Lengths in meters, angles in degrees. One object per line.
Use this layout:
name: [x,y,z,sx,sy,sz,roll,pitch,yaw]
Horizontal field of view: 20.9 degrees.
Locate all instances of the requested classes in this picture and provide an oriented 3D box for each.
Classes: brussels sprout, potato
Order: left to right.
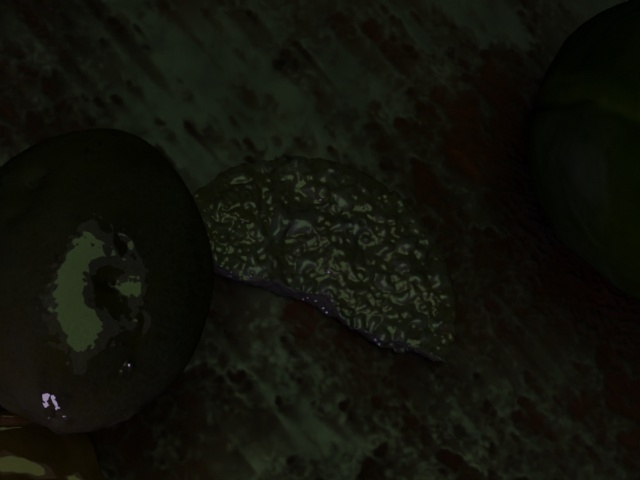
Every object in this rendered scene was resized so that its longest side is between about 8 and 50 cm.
potato: [-0.172,0.029,1.280,0.178,0.160,0.235,2,63,18]
brussels sprout: [0.355,-0.069,1.365,0.371,0.315,0.275,0,97,-18]

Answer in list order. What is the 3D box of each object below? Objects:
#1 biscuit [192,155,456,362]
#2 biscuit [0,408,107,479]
biscuit: [0.004,-0.001,1.394,0.250,0.032,0.133,23,69,-4]
biscuit: [-0.297,0.268,1.236,0.351,0.057,0.312,4,72,-11]
